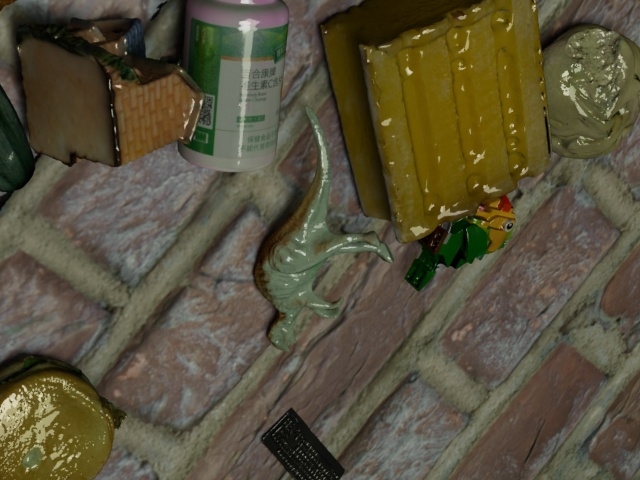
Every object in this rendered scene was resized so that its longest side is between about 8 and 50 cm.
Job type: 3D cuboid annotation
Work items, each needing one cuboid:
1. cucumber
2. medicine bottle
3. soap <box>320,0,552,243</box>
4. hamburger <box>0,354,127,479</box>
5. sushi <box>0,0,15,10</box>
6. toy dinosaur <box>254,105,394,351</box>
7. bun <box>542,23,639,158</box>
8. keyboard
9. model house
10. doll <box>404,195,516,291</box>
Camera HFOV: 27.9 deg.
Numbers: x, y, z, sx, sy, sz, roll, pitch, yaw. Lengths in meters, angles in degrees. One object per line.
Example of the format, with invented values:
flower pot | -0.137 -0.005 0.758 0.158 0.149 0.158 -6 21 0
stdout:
cucumber | -0.413 -0.147 1.523 0.115 0.063 0.244 -42 132 -8
medicine bottle | -0.110 -0.235 1.638 0.133 0.133 0.274 -10 118 -31
soap | 0.176 -0.203 1.838 0.293 0.156 0.335 -31 127 -21
hamburger | -0.383 0.248 1.710 0.215 0.122 0.189 34 86 -37
sushi | -0.400 -0.325 1.343 0.296 0.179 0.167 -22 135 -48
toy dinosaur | 0.000 0.000 1.844 0.205 0.092 0.393 -6 125 2
bun | 0.430 -0.229 2.023 0.210 0.116 0.237 -52 133 0
keyboard | -0.024 0.350 2.079 0.074 0.015 0.196 -43 130 -9
model house | -0.238 -0.183 1.541 0.172 0.183 0.167 -25 126 -41
doll | 0.221 -0.011 1.999 0.186 0.106 0.134 -20 129 -26
